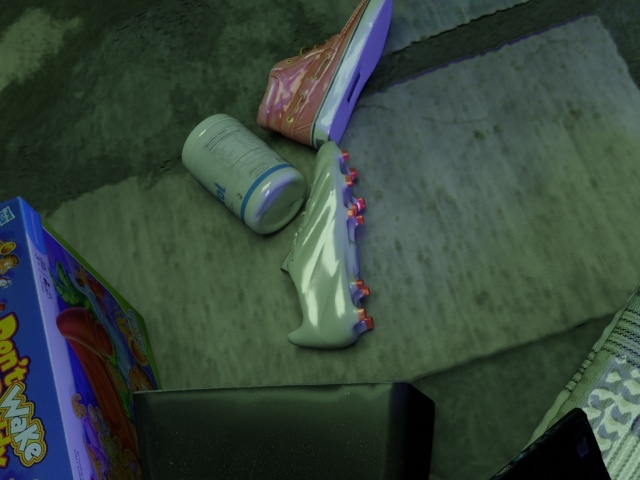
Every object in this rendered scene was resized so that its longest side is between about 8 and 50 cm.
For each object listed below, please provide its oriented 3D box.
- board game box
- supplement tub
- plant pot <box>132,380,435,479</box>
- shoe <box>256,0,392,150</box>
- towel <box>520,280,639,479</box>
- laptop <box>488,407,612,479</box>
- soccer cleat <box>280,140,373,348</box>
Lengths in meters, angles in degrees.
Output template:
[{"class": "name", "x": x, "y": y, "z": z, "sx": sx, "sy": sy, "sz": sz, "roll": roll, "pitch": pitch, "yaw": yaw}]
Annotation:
[{"class": "board game box", "x": -0.170, "y": 0.172, "z": 0.684, "sx": 0.078, "sy": 0.233, "sz": 0.347, "roll": -22, "pitch": 61, "yaw": 2}, {"class": "supplement tub", "x": -0.070, "y": -0.062, "z": 0.873, "sx": 0.071, "sy": 0.071, "sz": 0.107, "roll": -44, "pitch": 61, "yaw": -10}, {"class": "plant pot", "x": -0.014, "y": 0.195, "z": 0.675, "sx": 0.188, "sy": 0.187, "sz": 0.167, "roll": -5, "pitch": 76, "yaw": 11}, {"class": "shoe", "x": 0.005, "y": -0.174, "z": 0.915, "sx": 0.081, "sy": 0.063, "sz": 0.178, "roll": 19, "pitch": 74, "yaw": 16}, {"class": "towel", "x": 0.333, "y": 0.159, "z": 0.680, "sx": 0.312, "sy": 0.056, "sz": 0.324, "roll": 32, "pitch": 73, "yaw": 23}, {"class": "laptop", "x": 0.081, "y": 0.268, "z": 0.587, "sx": 0.264, "sy": 0.136, "sz": 0.234, "roll": -28, "pitch": 99, "yaw": -35}, {"class": "soccer cleat", "x": 0.000, "y": 0.000, "z": 0.828, "sx": 0.076, "sy": 0.068, "sz": 0.196, "roll": -9, "pitch": 65, "yaw": 13}]
